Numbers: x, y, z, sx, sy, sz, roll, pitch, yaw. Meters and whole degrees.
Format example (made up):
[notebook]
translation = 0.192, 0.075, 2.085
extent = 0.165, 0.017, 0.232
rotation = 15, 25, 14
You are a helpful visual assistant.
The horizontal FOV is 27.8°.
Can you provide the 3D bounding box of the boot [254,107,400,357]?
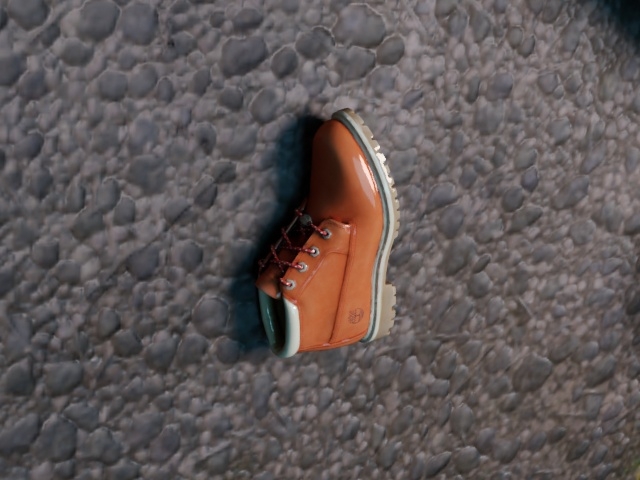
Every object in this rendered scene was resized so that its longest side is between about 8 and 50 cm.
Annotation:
[boot]
translation = 0.000, 0.000, 0.782
extent = 0.085, 0.059, 0.157
rotation = -14, 118, -25
